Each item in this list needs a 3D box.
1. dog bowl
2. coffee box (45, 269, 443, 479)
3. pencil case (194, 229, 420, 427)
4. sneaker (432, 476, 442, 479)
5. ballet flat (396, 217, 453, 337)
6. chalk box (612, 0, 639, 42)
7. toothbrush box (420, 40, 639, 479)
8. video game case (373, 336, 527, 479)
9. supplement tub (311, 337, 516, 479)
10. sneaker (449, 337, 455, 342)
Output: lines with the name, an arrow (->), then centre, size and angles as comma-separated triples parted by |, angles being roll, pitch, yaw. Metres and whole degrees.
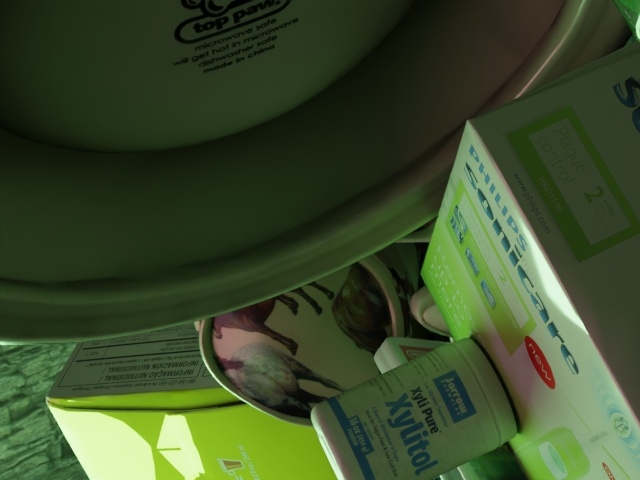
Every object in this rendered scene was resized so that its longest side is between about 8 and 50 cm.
dog bowl -> -0.053, -0.115, 0.547 | 0.408, 0.408, 0.150 | 80, 167, -65
coffee box -> -0.056, 0.186, 1.396 | 0.334, 0.338, 0.337 | -69, -35, -50
pencil case -> 0.000, 0.000, 1.060 | 0.184, 0.160, 0.410 | 37, -160, -7
sneaker -> 0.120, 0.257, 1.003 | 0.341, 0.125, 0.139 | 64, -157, -57
ballet flat -> 0.106, -0.011, 0.857 | 0.116, 0.124, 0.342 | -138, 24, -76
chalk box -> 0.095, -0.185, 0.289 | 0.132, 0.132, 0.213 | 83, 162, -67
toothbrush box -> 0.161, 0.046, 0.648 | 0.206, 0.122, 0.283 | 63, 172, 14
video game case -> 0.176, 0.181, 0.819 | 0.025, 0.204, 0.285 | -58, 42, 29
supplement tub -> 0.055, 0.110, 0.707 | 0.071, 0.107, 0.071 | 155, 90, -84
sneaker -> 0.136, 0.043, 1.005 | 0.190, 0.083, 0.071 | 76, 169, -52
